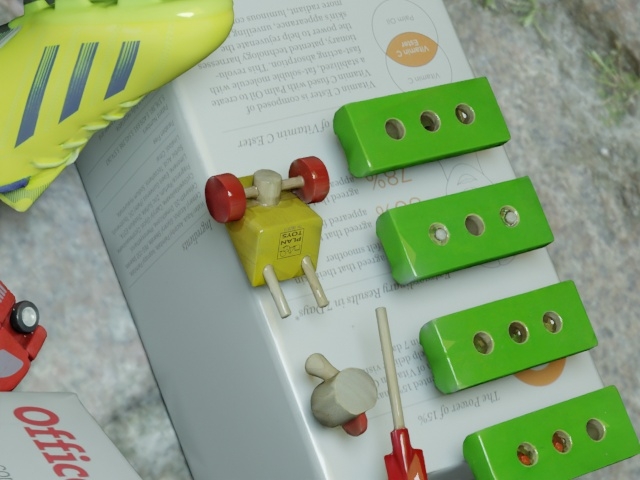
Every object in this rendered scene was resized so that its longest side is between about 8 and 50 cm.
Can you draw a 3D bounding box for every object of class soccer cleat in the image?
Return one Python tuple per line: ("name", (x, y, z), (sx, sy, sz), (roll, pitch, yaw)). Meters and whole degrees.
("soccer cleat", (-0.160, -0.083, 1.071), (0.093, 0.289, 0.121), (-26, 102, -56))

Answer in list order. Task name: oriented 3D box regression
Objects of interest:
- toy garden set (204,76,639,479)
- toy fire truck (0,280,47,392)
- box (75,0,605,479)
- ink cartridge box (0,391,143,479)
("toy garden set", (0.051, 0.040, 1.053), (0.204, 0.049, 0.244), (-14, 77, -33))
("toy fire truck", (-0.245, 0.046, 1.044), (0.192, 0.047, 0.135), (54, 43, -34))
("box", (0.000, 0.000, 1.171), (0.215, 0.168, 0.345), (-14, 76, -31))
("ink cartridge box", (-0.258, 0.192, 0.816), (0.395, 0.285, 0.166), (2, 108, -28))
